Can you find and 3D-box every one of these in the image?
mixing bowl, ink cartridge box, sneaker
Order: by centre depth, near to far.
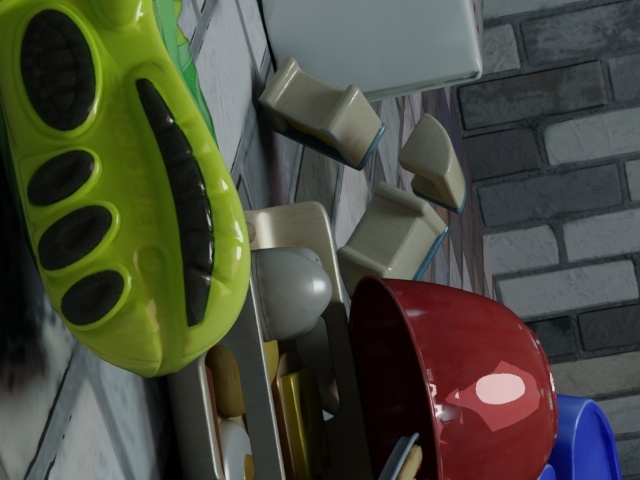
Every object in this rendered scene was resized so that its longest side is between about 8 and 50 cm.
[{"bbox_3d":[-0.101,-0.083,0.711,0.123,0.109,0.295,123,-40,-70],"label":"sneaker"},{"bbox_3d":[0.089,0.103,1.085,0.181,0.098,0.181,170,-90,-76],"label":"mixing bowl"},{"bbox_3d":[0.039,-0.316,1.473,0.395,0.166,0.285,-78,155,-64],"label":"ink cartridge box"}]

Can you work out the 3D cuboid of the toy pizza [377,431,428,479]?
[{"bbox_3d":[0.024,0.206,0.971,0.201,0.032,0.201,23,90,-82],"label":"toy pizza"}]

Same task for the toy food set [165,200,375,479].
[{"bbox_3d":[-0.015,0.084,0.983,0.306,0.092,0.220,-5,85,-80],"label":"toy food set"}]

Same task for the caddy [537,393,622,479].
[{"bbox_3d":[0.171,0.294,1.615,0.241,0.179,0.341,-44,127,-49],"label":"caddy"}]

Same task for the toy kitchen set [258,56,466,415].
[{"bbox_3d":[0.000,0.000,1.251,0.207,0.166,0.122,-59,156,-13],"label":"toy kitchen set"}]
